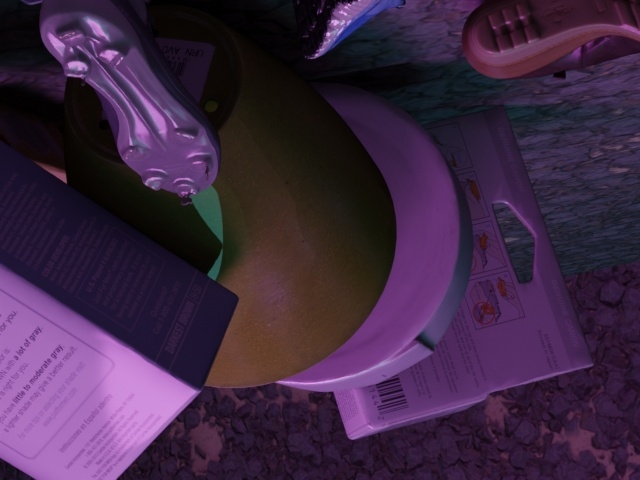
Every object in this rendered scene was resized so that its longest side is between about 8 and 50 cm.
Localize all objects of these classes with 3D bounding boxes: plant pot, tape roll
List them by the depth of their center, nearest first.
[{"bbox_3d":[-0.096,-0.057,1.237,0.274,0.275,0.293,-9,155,8],"label":"plant pot"},{"bbox_3d":[0.000,0.000,1.439,0.286,0.286,0.100,-10,168,11],"label":"tape roll"}]

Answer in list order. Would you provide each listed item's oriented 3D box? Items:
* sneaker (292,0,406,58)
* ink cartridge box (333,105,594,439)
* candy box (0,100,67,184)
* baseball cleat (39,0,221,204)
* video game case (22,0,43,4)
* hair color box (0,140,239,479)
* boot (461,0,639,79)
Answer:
[{"bbox_3d":[0.032,-0.176,1.115,0.073,0.063,0.162,-7,171,-26],"label":"sneaker"},{"bbox_3d":[0.109,0.027,1.558,0.261,0.296,0.066,-12,166,-23],"label":"ink cartridge box"},{"bbox_3d":[-0.283,-0.023,1.454,0.183,0.087,0.316,-41,161,12],"label":"candy box"},{"bbox_3d":[-0.116,-0.117,1.008,0.072,0.109,0.206,-8,146,14],"label":"baseball cleat"},{"bbox_3d":[-0.138,-0.200,0.960,0.190,0.022,0.173,-11,169,14],"label":"video game case"},{"bbox_3d":[-0.270,0.024,1.125,0.374,0.114,0.185,34,129,-12],"label":"hair color box"},{"bbox_3d":[0.239,-0.187,1.240,0.248,0.090,0.207,-11,-178,12],"label":"boot"}]
